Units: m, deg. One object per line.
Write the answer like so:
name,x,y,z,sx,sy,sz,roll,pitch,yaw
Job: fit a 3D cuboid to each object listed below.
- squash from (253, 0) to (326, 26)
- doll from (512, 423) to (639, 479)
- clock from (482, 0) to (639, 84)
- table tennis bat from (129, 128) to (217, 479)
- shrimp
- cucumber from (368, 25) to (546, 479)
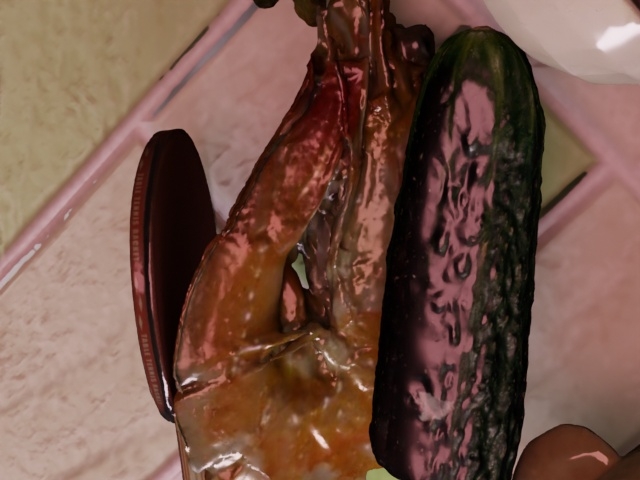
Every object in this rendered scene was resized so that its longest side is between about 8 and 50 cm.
squash,-0.051,-0.242,0.748,0.137,0.137,0.287,-32,105,24
doll,0.192,0.244,0.760,0.235,0.174,0.330,7,108,28
clock,0.226,-0.211,0.621,0.326,0.184,0.342,14,104,19
table tennis bat,-0.069,0.050,0.817,0.019,0.130,0.220,-1,111,11
shrimp,0.001,0.000,0.784,0.062,0.154,0.294,20,107,53
cucumber,0.066,0.019,0.748,0.074,0.074,0.241,9,105,16
